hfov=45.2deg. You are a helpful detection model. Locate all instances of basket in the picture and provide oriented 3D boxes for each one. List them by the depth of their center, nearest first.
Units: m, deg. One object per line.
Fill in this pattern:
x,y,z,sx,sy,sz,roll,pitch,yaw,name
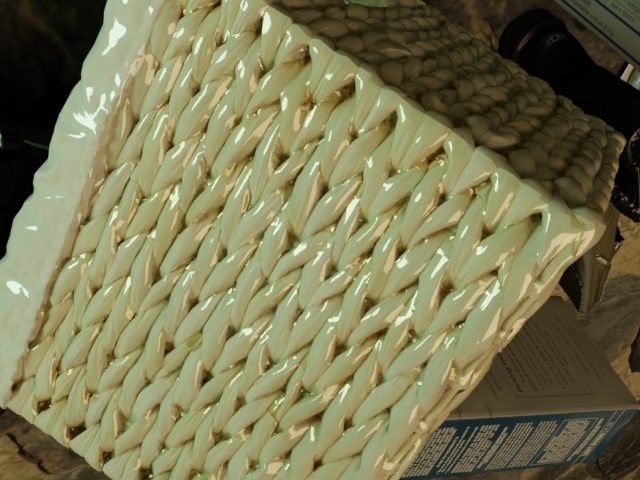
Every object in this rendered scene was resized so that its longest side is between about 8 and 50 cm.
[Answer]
0.000,0.000,0.540,0.331,0.266,0.328,-57,169,25,basket

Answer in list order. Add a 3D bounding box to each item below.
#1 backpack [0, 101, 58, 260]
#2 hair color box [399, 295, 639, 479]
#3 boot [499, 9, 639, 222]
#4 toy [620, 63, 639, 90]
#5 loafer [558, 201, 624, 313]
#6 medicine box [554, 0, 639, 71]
-0.247,-0.009,0.575,0.166,0.144,0.188,11,108,-46,backpack
0.143,0.150,0.821,0.348,0.173,0.105,4,129,-25,hair color box
0.265,-0.086,0.780,0.094,0.207,0.246,-26,143,-5,boot
0.405,-0.167,0.904,0.137,0.056,0.237,-3,135,-33,toy
0.376,0.012,1.057,0.088,0.094,0.251,-22,142,-3,loafer
0.329,-0.263,0.572,0.149,0.263,0.289,-17,141,-18,medicine box
